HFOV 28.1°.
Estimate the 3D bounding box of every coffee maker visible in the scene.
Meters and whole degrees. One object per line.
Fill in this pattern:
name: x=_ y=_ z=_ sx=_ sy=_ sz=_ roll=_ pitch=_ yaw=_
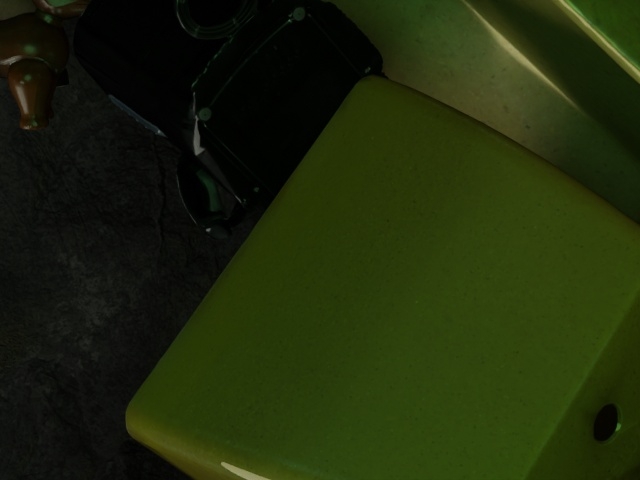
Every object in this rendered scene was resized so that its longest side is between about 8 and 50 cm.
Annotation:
coffee maker: x=-0.053 y=-0.104 z=0.683 sx=0.178 sy=0.120 sz=0.171 roll=37 pitch=151 yaw=51

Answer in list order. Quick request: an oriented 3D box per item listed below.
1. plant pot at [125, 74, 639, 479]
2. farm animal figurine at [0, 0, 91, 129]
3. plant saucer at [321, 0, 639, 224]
plant pot: x=0.081 y=0.076 z=0.594 sx=0.187 sy=0.212 sz=0.212 roll=18 pitch=159 yaw=50
farm animal figurine: x=-0.212 y=-0.201 z=0.967 sx=0.326 sy=0.172 sz=0.330 roll=8 pitch=-162 yaw=26
plant saucer: x=0.086 y=-0.101 z=0.555 sx=0.333 sy=0.081 sz=0.333 roll=43 pitch=178 yaw=-2
